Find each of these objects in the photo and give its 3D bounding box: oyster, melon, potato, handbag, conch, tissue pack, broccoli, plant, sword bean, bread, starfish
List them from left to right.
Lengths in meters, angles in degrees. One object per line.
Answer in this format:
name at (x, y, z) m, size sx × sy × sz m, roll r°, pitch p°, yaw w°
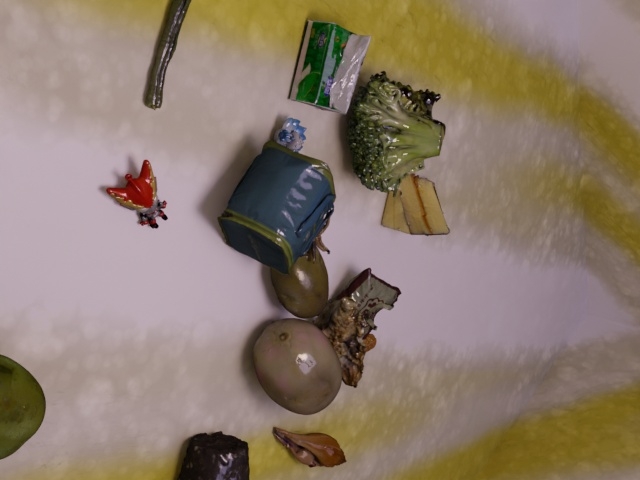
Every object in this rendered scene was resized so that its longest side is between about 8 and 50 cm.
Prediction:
potato at (-0.642, 0.295, 1.435) m, size 0.304 × 0.215 × 0.216 m, roll 34°, pitch 77°, yaw -60°
sword bean at (-0.321, -0.408, 1.688) m, size 0.043 × 0.038 × 0.270 m, roll 16°, pitch 92°, yaw -28°
plant at (-0.286, 0.667, 2.072) m, size 0.181 × 0.194 × 0.321 m, roll 6°, pitch 96°, yaw -39°
handbag at (-0.099, -0.077, 1.929) m, size 0.241 × 0.222 × 0.263 m, roll -61°, pitch 170°, yaw -16°
melon at (-0.062, 0.342, 2.168) m, size 0.223 × 0.223 × 0.317 m, roll -53°, pitch 141°, yaw -23°
potato at (-0.050, 0.109, 2.137) m, size 0.174 × 0.159 × 0.252 m, roll -50°, pitch 143°, yaw -40°
conch at (-0.031, 0.621, 2.438) m, size 0.330 × 0.109 × 0.093 m, roll 37°, pitch 35°, yaw -31°
starfish at (-0.006, 0.000, 2.076) m, size 0.133 × 0.041 × 0.130 m, roll -63°, pitch 155°, yaw -23°
oyster at (0.040, 0.284, 2.278) m, size 0.107 × 0.201 × 0.355 m, roll -20°, pitch 136°, yaw -29°
tissue pack at (0.036, -0.435, 2.026) m, size 0.148 × 0.156 × 0.209 m, roll 8°, pitch 100°, yaw -50°
bread at (0.125, 0.340, 2.544) m, size 0.157 × 0.044 × 0.052 m, roll -20°, pitch 113°, yaw -47°
handbag at (0.128, 0.192, 2.414) m, size 0.213 × 0.127 × 0.235 m, roll -48°, pitch 137°, yaw 8°
broccoli at (0.203, -0.296, 2.250) m, size 0.324 × 0.271 × 0.335 m, roll 127°, pitch -23°, yaw -84°
bread at (0.318, -0.115, 2.522) m, size 0.240 × 0.135 × 0.178 m, roll 0°, pitch 105°, yaw -49°

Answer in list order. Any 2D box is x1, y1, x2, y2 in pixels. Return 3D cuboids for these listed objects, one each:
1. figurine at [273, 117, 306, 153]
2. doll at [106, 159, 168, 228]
figurine at (-0.072, -0.251, 2.026) m, size 0.114 × 0.079 × 0.114 m, roll -15°, pitch 109°, yaw -49°
doll at (-0.384, -0.091, 1.727) m, size 0.109 × 0.057 × 0.169 m, roll -40°, pitch 150°, yaw -12°
